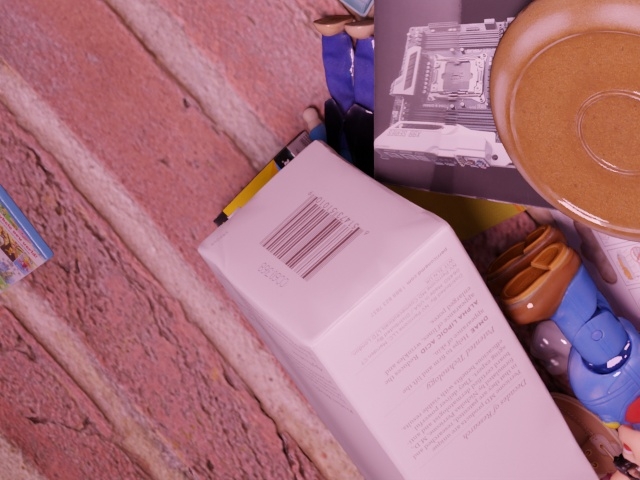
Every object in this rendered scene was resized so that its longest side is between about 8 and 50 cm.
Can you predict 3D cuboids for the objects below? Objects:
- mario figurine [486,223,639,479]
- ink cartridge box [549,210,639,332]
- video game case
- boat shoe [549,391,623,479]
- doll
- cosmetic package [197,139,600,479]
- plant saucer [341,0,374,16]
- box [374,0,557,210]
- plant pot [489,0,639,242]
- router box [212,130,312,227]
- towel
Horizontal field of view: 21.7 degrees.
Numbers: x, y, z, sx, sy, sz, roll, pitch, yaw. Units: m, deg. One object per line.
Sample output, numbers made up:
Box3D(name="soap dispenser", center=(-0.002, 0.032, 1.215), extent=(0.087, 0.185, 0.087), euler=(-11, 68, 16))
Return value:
Box3D(name="mario figurine", center=(0.259, 0.152, 1.487), extent=(0.320, 0.198, 0.170), euler=(48, 133, -11))
Box3D(name="ink cartridge box", center=(0.320, -0.017, 1.466), extent=(0.232, 0.066, 0.189), euler=(-12, 112, 55))
Box3D(name="video game case", center=(-0.386, 0.006, 1.872), extent=(0.166, 0.015, 0.119), euler=(-31, 98, 37))
Box3D(name="boat shoe", center=(0.265, 0.219, 1.608), extent=(0.170, 0.059, 0.063), euler=(45, 128, -1))
Box3D(name="doll", center=(0.029, -0.111, 1.544), extent=(0.129, 0.046, 0.189), euler=(12, 114, 41))
Box3D(name="cosmetic package", center=(0.080, 0.123, 1.469), extent=(0.217, 0.156, 0.385), euler=(38, 166, 51))
Box3D(name="plant saucer", center=(0.056, -0.289, 1.464), extent=(0.067, 0.018, 0.192), euler=(36, 128, 6))
Box3D(name="box", center=(0.166, -0.179, 1.328), extent=(0.242, 0.076, 0.307), euler=(10, 120, 17))
Box3D(name="plant pot", center=(0.233, -0.086, 1.256), extent=(0.236, 0.032, 0.236), euler=(17, 134, 19))
Box3D(name="router box", center=(0.000, 0.000, 1.638), extent=(0.179, 0.046, 0.133), euler=(45, 128, -1))
Box3D(name="towel", center=(0.135, -0.058, 1.510), extent=(0.102, 0.021, 0.237), euler=(50, 142, -9))
